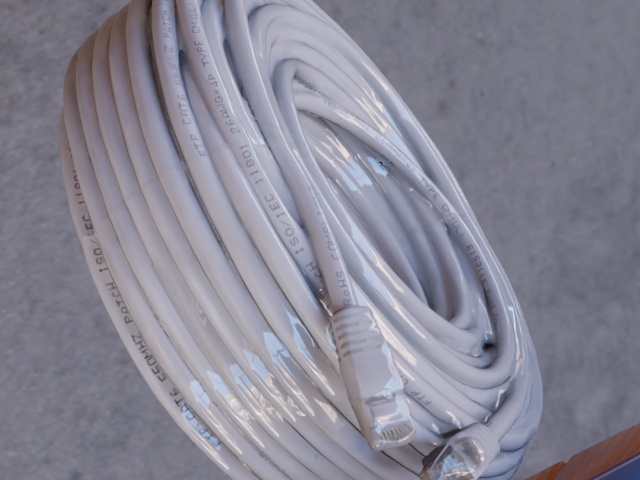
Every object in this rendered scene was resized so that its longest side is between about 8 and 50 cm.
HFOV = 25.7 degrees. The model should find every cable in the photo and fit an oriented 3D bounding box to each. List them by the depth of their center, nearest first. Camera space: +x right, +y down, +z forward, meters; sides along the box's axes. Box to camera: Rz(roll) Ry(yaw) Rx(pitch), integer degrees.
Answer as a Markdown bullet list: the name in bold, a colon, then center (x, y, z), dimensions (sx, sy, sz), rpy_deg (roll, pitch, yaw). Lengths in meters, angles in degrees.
- **cable**: center (0.000, 0.000, 0.598), dimensions (0.257, 0.089, 0.257), rpy_deg (62, 20, 16)

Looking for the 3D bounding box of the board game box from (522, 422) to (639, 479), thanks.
- **board game box**: center (0.150, 0.323, 0.583), dimensions (0.356, 0.356, 0.356), rpy_deg (51, 42, -3)
